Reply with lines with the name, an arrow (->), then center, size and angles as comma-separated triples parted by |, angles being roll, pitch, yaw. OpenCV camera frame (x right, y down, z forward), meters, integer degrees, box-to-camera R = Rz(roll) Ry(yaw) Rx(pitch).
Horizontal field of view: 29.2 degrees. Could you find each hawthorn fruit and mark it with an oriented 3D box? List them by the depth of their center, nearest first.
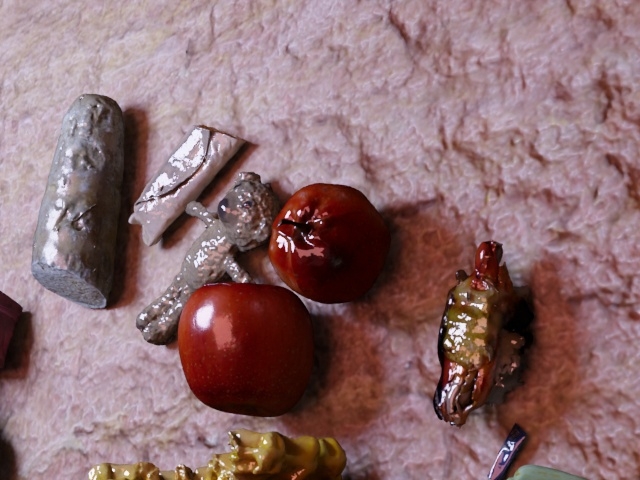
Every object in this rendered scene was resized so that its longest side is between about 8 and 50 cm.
hawthorn fruit -> 0.000, 0.000, 1.558 | 0.157, 0.194, 0.157 | -6, 76, 25

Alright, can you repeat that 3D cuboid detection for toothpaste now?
toothpaste -> 0.216, 0.255, 1.437 | 0.083, 0.019, 0.027 | -63, 28, 6

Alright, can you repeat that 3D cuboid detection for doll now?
doll -> -0.165, 0.022, 1.753 | 0.286, 0.091, 0.202 | -25, 55, 40

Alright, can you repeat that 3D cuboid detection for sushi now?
sushi -> 0.197, 0.112, 1.444 | 0.097, 0.103, 0.226 | 0, 80, 65

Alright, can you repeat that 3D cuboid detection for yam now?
yam -> -0.365, -0.068, 1.894 | 0.133, 0.133, 0.330 | -1, 76, 37

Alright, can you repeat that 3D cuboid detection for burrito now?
burrito -> -0.206, -0.088, 1.818 | 0.226, 0.060, 0.087 | -50, 59, 15

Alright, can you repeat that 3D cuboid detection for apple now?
apple -> -0.098, 0.139, 1.601 | 0.181, 0.181, 0.168 | -5, 71, 36

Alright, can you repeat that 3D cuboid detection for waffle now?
waffle -> -0.122, 0.333, 1.522 | 0.324, 0.261, 0.151 | -16, 61, 30

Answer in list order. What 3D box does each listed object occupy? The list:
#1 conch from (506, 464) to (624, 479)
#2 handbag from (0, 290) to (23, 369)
conch -> 0.271, 0.305, 1.353 | 0.170, 0.079, 0.105 | 0, 94, 31
handbag -> -0.602, 0.139, 1.995 | 0.225, 0.146, 0.135 | -8, 60, 34
